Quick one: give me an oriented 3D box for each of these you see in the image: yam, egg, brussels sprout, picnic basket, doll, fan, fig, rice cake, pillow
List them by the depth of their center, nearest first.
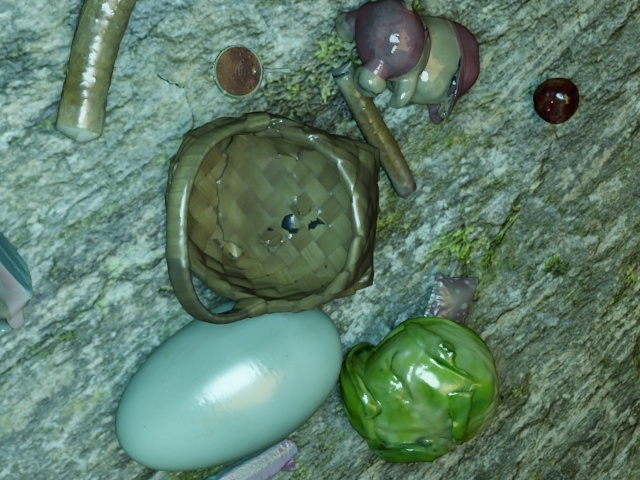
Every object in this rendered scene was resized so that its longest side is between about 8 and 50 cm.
[{"bbox_3d":[-0.103,-0.030,1.115,0.337,0.337,0.292,-5,103,-28],"label":"picnic basket"},{"bbox_3d":[-0.295,-0.309,1.119,0.081,0.081,0.356,13,95,-30],"label":"yam"},{"bbox_3d":[-0.138,0.218,1.240,0.371,0.230,0.229,-26,113,-15],"label":"egg"},{"bbox_3d":[-0.107,-0.267,1.272,0.133,0.005,0.085,-9,105,-26],"label":"fan"},{"bbox_3d":[0.153,-0.297,1.323,0.256,0.152,0.196,6,89,-41],"label":"doll"},{"bbox_3d":[-0.164,0.434,1.378,0.290,0.051,0.081,-26,112,-21],"label":"rice cake"},{"bbox_3d":[0.095,-0.185,1.379,0.046,0.046,0.264,-39,117,-15],"label":"yam"},{"bbox_3d":[0.179,0.260,1.414,0.294,0.227,0.259,34,116,-30],"label":"brussels sprout"},{"bbox_3d":[0.238,0.150,1.535,0.118,0.043,0.184,12,96,-32],"label":"pillow"},{"bbox_3d":[0.462,-0.280,1.546,0.125,0.089,0.088,-43,121,-42],"label":"fig"}]

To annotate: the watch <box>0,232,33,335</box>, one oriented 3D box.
[{"bbox_3d":[-0.533,0.052,1.037,0.241,0.162,0.253,-36,114,-9],"label":"watch"}]
